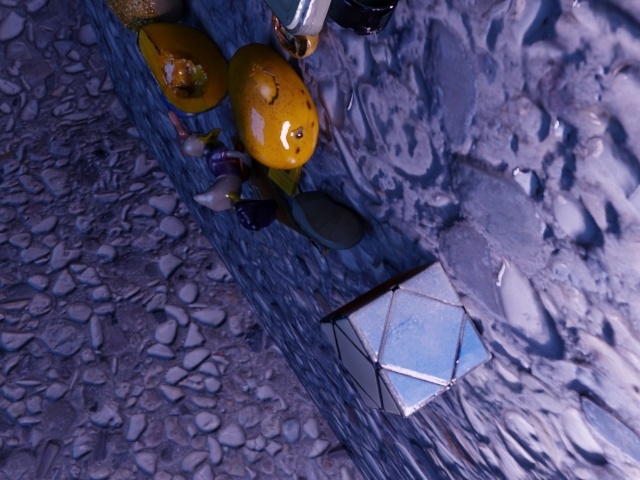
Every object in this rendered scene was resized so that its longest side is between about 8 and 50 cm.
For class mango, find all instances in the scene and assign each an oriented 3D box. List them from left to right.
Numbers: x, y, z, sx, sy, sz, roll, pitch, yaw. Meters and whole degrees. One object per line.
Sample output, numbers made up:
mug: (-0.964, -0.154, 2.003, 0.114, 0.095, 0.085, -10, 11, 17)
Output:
mango: (-0.106, -0.284, 1.222, 0.191, 0.160, 0.290, 94, 153, -70)

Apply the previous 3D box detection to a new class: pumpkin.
pumpkin: (-0.340, -0.440, 1.598, 0.312, 0.148, 0.169, 52, 156, 12)

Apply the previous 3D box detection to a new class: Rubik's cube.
Rubik's cube: (0.151, 0.183, 1.120, 0.205, 0.205, 0.207, 61, 161, 3)

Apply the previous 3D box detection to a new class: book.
book: (-0.141, -0.158, 1.684, 0.374, 0.028, 0.262, 29, 143, 59)

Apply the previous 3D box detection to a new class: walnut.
walnut: (-0.036, -0.372, 1.048, 0.121, 0.052, 0.091, 46, 155, 34)

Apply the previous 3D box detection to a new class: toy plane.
toy plane: (0.000, 0.000, 1.511, 0.031, 0.049, 0.120, 47, 174, 39)

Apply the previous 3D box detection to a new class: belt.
belt: (0.049, -0.338, 0.783, 0.140, 0.105, 0.058, 63, 159, 14)

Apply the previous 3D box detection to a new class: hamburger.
hamburger: (-0.501, -0.692, 1.624, 0.294, 0.179, 0.276, 59, 161, 8)

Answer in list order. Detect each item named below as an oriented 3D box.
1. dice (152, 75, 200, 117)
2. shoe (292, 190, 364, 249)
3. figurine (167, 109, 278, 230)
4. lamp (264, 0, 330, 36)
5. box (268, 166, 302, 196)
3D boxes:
dice: (-0.396, -0.453, 1.751, 0.146, 0.146, 0.143, 48, 160, 34)
shoe: (0.016, -0.030, 1.342, 0.251, 0.103, 0.100, 47, 157, 51)
figurine: (-0.282, -0.190, 1.675, 0.421, 0.193, 0.154, 60, 167, 21)
lamp: (-0.031, -0.436, 0.754, 0.269, 0.047, 0.266, 59, 138, 35)
box: (-0.084, -0.183, 1.446, 0.087, 0.023, 0.155, 46, 149, 18)
